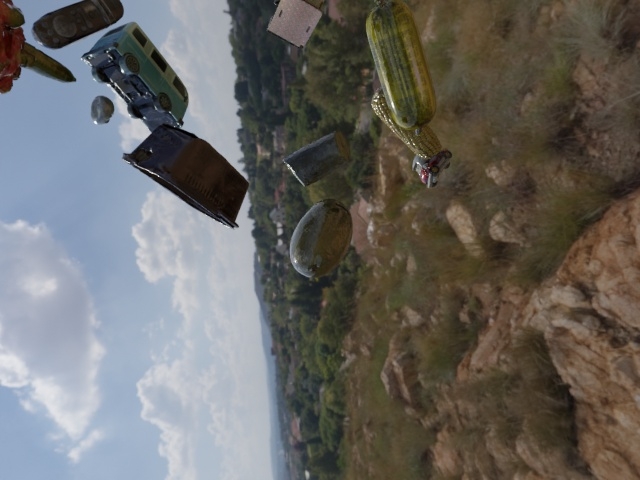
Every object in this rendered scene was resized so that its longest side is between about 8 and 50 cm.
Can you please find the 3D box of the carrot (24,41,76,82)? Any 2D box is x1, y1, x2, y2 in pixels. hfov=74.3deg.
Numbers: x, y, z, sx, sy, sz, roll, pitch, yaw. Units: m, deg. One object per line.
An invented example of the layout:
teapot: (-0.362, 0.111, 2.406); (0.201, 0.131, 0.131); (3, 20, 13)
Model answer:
carrot: (-0.739, -0.452, 0.959); (0.358, 0.074, 0.074); (20, -124, -52)

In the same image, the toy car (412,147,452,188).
toy car: (0.379, -0.266, 1.467); (0.112, 0.139, 0.112); (35, 170, 20)

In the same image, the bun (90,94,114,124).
bun: (-0.585, -0.350, 1.138); (0.083, 0.045, 0.083); (-4, 84, 40)

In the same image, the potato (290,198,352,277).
potato: (0.000, 0.000, 1.105); (0.251, 0.159, 0.174); (-73, -16, -47)

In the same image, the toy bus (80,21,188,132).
toy bus: (-0.488, -0.448, 1.175); (0.271, 0.133, 0.165); (55, -141, -49)

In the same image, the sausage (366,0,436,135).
sausage: (0.205, -0.429, 1.057); (0.123, 0.123, 0.347); (-121, 8, -70)

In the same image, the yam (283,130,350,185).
yam: (-0.013, -0.303, 1.600); (0.154, 0.254, 0.154); (57, -163, -28)

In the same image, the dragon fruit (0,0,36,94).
dragon fruit: (-0.650, -0.375, 0.705); (0.303, 0.231, 0.237); (63, -161, -67)

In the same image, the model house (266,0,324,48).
model house: (-0.082, -0.761, 1.362); (0.244, 0.169, 0.326); (-68, 20, 6)

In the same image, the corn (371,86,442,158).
corn: (0.271, -0.363, 1.325); (0.293, 0.106, 0.106); (42, -169, -25)

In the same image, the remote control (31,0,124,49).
remote control: (-0.687, -0.623, 1.202); (0.066, 0.266, 0.090); (17, 141, 43)

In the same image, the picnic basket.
picnic basket: (-0.304, -0.157, 1.026); (0.129, 0.222, 0.297); (-60, -30, -10)
